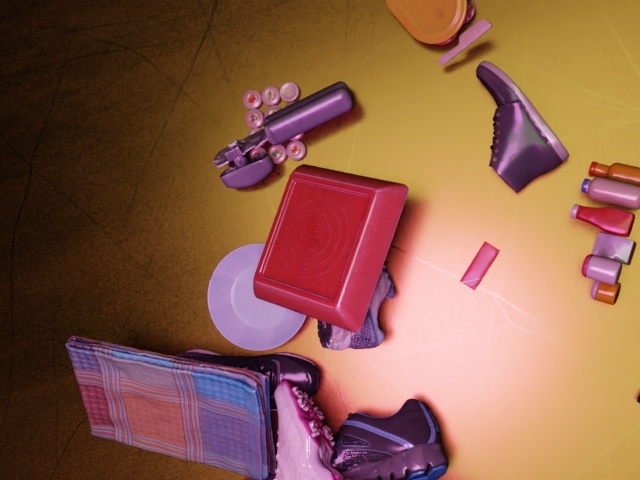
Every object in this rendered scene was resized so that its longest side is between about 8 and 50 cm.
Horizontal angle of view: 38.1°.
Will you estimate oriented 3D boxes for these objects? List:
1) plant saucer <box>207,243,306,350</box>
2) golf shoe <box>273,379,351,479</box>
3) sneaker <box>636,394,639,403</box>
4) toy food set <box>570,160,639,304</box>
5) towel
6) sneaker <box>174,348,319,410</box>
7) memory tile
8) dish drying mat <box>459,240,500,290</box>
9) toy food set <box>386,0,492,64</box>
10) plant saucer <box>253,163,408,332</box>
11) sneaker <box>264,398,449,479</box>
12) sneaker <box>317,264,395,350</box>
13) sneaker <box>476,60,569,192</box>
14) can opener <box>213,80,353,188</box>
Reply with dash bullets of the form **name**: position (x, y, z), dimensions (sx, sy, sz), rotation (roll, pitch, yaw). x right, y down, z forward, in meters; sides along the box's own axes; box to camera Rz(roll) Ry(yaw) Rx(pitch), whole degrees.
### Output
- **plant saucer**: position (-0.110, 0.104, 1.695), dimensions (0.195, 0.037, 0.194), rotation (-1, 86, 15)
- **golf shoe**: position (-0.037, 0.372, 1.521), dimensions (0.140, 0.115, 0.306), rotation (-33, 50, 9)
- **sneaker**: position (0.552, 0.240, 1.512), dimensions (0.089, 0.051, 0.170), rotation (-32, 83, 6)
- **toy food set**: position (0.462, -0.019, 1.522), dimensions (0.105, 0.111, 0.232), rotation (17, 93, 27)
- **towel**: position (-0.262, 0.303, 1.645), dimensions (0.370, 0.040, 0.271), rotation (9, 130, 15)
- **sneaker**: position (-0.147, 0.252, 1.651), dimensions (0.283, 0.124, 0.107), rotation (0, 85, 14)
- **memory tile**: position (-0.086, -0.215, 1.718), dimensions (0.113, 0.012, 0.148), rotation (-7, 85, 14)
- **dish drying mat**: position (0.278, 0.044, 1.614), dimensions (0.032, 0.008, 0.083), rotation (33, 96, 15)
- **toy food set**: position (0.208, -0.416, 1.632), dimensions (0.128, 0.071, 0.218), rotation (-45, 75, 33)
- **plant saucer**: position (0.000, 0.000, 1.575), dimensions (0.259, 0.048, 0.258), rotation (16, 85, 42)
- **sneaker**: position (0.052, 0.382, 1.617), dimensions (0.341, 0.125, 0.139), rotation (-18, 59, 13)
- **sneaker**: position (0.068, 0.059, 1.634), dimensions (0.122, 0.110, 0.283), rotation (11, 75, -19)
- **sneaker**: position (0.310, -0.195, 1.580), dimensions (0.118, 0.083, 0.222), rotation (-38, 80, 10)
- **can opener**: position (-0.063, -0.185, 1.680), dimensions (0.283, 0.076, 0.095), rotation (-24, 114, 11)
